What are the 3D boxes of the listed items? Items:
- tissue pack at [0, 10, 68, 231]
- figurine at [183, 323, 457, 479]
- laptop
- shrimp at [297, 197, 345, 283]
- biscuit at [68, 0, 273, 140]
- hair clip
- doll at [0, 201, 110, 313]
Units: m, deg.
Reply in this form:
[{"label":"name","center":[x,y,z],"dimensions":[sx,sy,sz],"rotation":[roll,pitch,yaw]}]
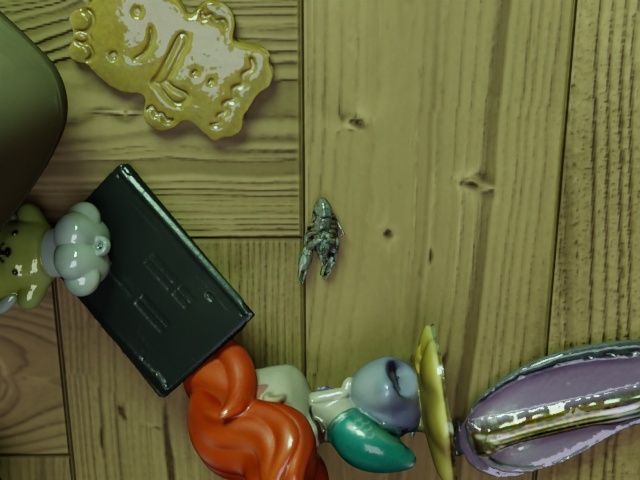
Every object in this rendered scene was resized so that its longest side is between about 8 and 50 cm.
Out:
[{"label":"tissue pack","center":[-0.403,-0.059,0.943],"dimensions":[0.267,0.277,0.387],"rotation":[41,105,-8]},{"label":"figurine","center":[-0.003,0.185,1.079],"dimensions":[0.257,0.181,0.208],"rotation":[-9,90,3]},{"label":"laptop","center":[-0.171,0.040,1.076],"dimensions":[0.135,0.016,0.197],"rotation":[-43,84,16]},{"label":"shrimp","center":[0.003,0.003,1.096],"dimensions":[0.038,0.029,0.092],"rotation":[10,117,-13]},{"label":"biscuit","center":[-0.134,-0.170,1.024],"dimensions":[0.184,0.027,0.133],"rotation":[41,108,-15]},{"label":"hair clip","center":[0.308,0.163,1.149],"dimensions":[0.358,0.096,0.110],"rotation":[-11,147,13]},{"label":"doll","center":[-0.270,0.013,1.060],"dimensions":[0.162,0.062,0.106],"rotation":[-7,81,19]}]
